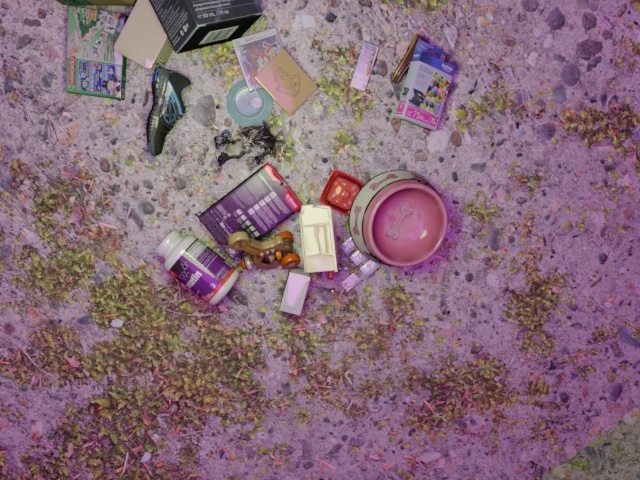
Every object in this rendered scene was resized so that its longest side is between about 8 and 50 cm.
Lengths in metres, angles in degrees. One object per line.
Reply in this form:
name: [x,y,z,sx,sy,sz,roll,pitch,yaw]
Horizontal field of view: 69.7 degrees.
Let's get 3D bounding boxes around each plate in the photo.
plate: [-0.286,-0.553,1.849,0.188,0.024,0.188,0,99,-2]

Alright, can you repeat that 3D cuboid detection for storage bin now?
storage bin: [0.000,0.000,1.817,0.123,0.262,0.260,-5,86,4]

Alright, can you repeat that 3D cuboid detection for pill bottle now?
pill bottle: [-0.503,0.105,1.875,0.323,0.181,0.181,39,96,-8]

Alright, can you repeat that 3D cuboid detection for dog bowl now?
dog bowl: [0.329,-0.074,1.859,0.408,0.150,0.408,-4,107,-14]

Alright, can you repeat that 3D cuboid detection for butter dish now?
butter dish: [0.093,-0.192,1.883,0.160,0.118,0.160,26,98,-8]

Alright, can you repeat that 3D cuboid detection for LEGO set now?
LEGO set: [0.108,0.121,1.972,0.244,0.060,0.182,-40,96,5]

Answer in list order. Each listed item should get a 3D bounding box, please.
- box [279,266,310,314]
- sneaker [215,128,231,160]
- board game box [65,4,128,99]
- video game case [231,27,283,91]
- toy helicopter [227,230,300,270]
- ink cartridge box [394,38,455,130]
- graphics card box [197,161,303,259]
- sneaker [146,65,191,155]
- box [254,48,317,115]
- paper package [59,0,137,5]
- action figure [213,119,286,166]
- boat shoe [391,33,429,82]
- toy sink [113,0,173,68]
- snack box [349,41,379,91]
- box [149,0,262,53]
box: [-0.107,0.208,1.938,0.091,0.130,0.170,15,99,-5]
sneaker: [-0.398,-0.384,1.856,0.052,0.058,0.135,14,100,-5]
board game box: [-0.865,-0.721,1.780,0.213,0.046,0.317,7,100,-3]
video game case: [-0.229,-0.711,1.810,0.183,0.023,0.201,-21,101,-8]
toy helicopter: [-0.256,0.043,1.822,0.235,0.355,0.140,-29,63,18]
ink cartridge box: [0.423,-0.613,1.822,0.185,0.065,0.311,11,98,-30]
graphics card box: [-0.285,-0.122,1.890,0.371,0.094,0.233,-38,100,3]
sneaker: [-0.597,-0.489,1.795,0.139,0.125,0.341,6,113,-30]
box: [-0.135,-0.625,1.819,0.164,0.021,0.201,-46,110,1]
paper package: [-0.836,-1.016,1.642,0.324,0.168,0.309,5,100,6]
action figure: [-0.283,-0.382,1.826,0.275,0.141,0.164,-17,94,-27]
boat shoe: [0.358,-0.714,1.826,0.073,0.073,0.207,30,98,-5]
toy sink: [-0.642,-0.770,1.740,0.152,0.131,0.234,28,93,-7]
snack box: [0.176,-0.696,1.846,0.064,0.022,0.178,18,99,-5]
box: [-0.444,-0.915,1.619,0.293,0.212,0.395,-34,103,-36]
